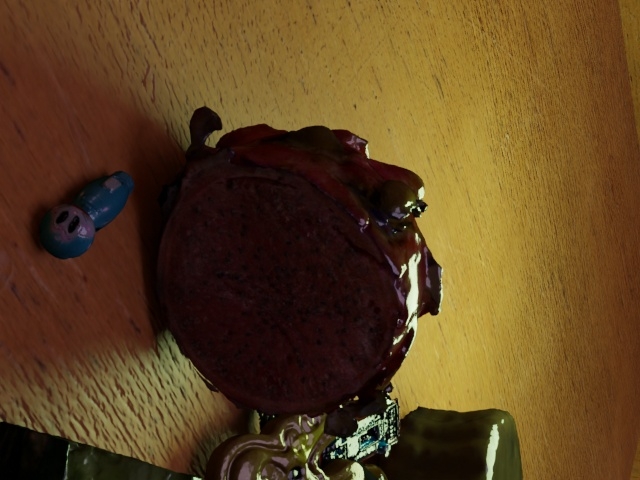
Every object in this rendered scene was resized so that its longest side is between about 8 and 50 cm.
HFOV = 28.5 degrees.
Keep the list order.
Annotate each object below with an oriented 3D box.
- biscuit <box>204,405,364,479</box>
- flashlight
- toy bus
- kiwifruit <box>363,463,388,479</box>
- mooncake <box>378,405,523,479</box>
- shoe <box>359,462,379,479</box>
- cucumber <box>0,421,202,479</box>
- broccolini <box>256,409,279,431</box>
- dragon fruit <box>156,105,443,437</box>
[{"bbox_3d":[-0.058,0.297,1.443,0.295,0.044,0.186,-34,110,-40],"label":"biscuit"},{"bbox_3d":[-0.214,-0.027,1.165,0.129,0.051,0.051,-55,142,-57],"label":"flashlight"},{"bbox_3d":[0.026,0.256,1.644,0.235,0.096,0.073,-11,103,-63],"label":"toy bus"},{"bbox_3d":[0.063,0.377,1.771,0.075,0.075,0.124,7,91,-64],"label":"kiwifruit"},{"bbox_3d":[0.196,0.410,1.911,0.324,0.187,0.324,4,90,-70],"label":"mooncake"},{"bbox_3d":[0.063,0.344,1.700,0.159,0.053,0.062,50,64,-23],"label":"shoe"},{"bbox_3d":[-0.205,0.235,1.077,0.191,0.191,0.130,30,70,-62],"label":"cucumber"},{"bbox_3d":[-0.023,0.192,1.594,0.271,0.062,0.123,15,90,-67],"label":"broccolini"},{"bbox_3d":[0.000,0.000,1.336,0.263,0.296,0.314,-41,138,-60],"label":"dragon fruit"}]
